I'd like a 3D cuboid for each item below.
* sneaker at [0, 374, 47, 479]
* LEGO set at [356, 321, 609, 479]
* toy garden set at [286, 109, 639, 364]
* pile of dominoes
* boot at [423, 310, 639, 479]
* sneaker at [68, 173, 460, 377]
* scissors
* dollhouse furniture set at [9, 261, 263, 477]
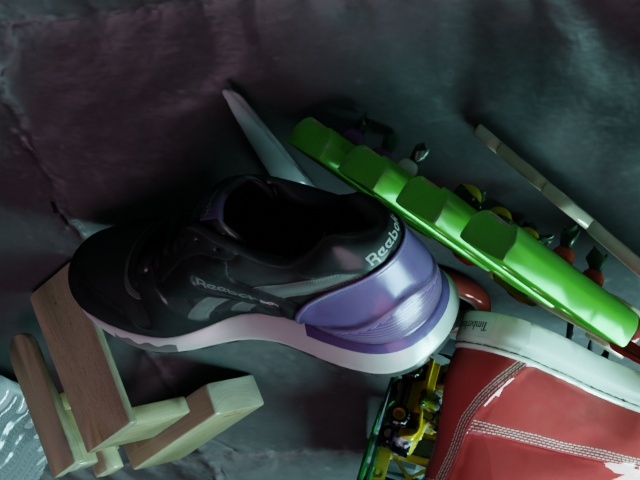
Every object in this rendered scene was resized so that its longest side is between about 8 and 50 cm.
[{"bbox_3d":[-0.291,0.119,1.484,0.115,0.105,0.281,28,158,30],"label":"sneaker"},{"bbox_3d":[0.115,0.214,1.391,0.192,0.255,0.331,16,142,2],"label":"LEGO set"},{"bbox_3d":[0.118,0.001,1.179,0.204,0.049,0.244,34,179,-35],"label":"toy garden set"},{"bbox_3d":[0.205,0.042,1.213,0.251,0.196,0.040,36,97,-33],"label":"pile of dominoes"},{"bbox_3d":[0.168,0.165,1.236,0.244,0.176,0.088,22,169,-24],"label":"boot"},{"bbox_3d":[-0.055,-0.001,1.231,0.283,0.107,0.124,3,143,33],"label":"sneaker"},{"bbox_3d":[0.000,0.000,1.318,0.109,0.021,0.297,-22,136,35],"label":"scissors"},{"bbox_3d":[-0.143,0.094,1.458,0.151,0.123,0.144,-8,160,-45],"label":"dollhouse furniture set"}]
